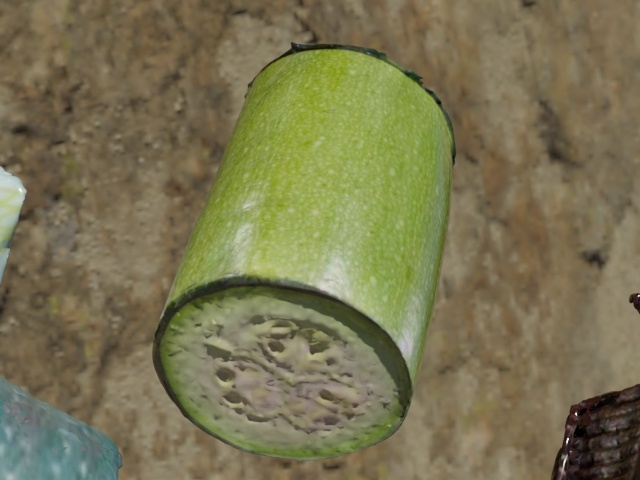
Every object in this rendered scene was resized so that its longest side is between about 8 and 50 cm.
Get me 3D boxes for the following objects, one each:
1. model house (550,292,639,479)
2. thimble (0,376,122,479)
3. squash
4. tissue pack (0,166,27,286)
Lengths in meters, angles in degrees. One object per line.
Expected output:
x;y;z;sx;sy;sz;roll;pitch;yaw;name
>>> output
0.243;0.117;0.852;0.141;0.164;0.203;49;59;-46;model house
-0.260;0.213;1.045;0.143;0.198;0.235;34;19;-16;thimble
0.000;0.000;1.429;0.263;0.263;0.384;59;30;-34;squash
-0.509;0.034;1.309;0.388;0.162;0.287;8;106;-36;tissue pack
